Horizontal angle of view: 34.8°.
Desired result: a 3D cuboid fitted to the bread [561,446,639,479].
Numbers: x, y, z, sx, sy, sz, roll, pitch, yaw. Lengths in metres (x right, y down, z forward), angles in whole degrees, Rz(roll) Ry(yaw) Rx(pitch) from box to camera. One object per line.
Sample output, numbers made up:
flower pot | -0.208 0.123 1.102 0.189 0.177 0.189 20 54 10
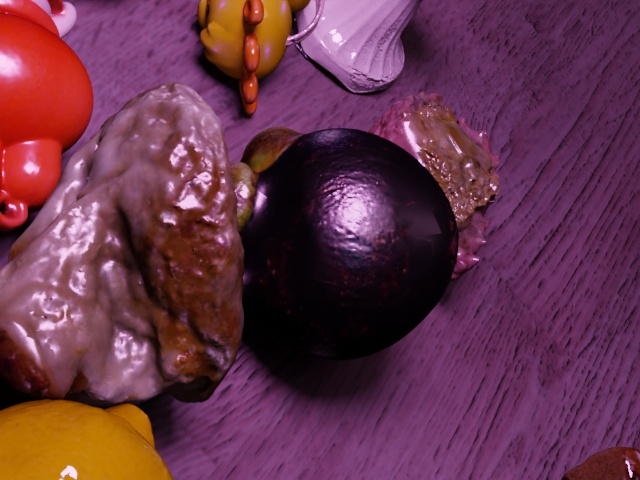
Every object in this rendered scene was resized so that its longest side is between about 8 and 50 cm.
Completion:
bread | 0.351 0.426 1.029 0.165 0.113 0.416 19 53 -30

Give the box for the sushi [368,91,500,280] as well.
sushi | 0.122 -0.071 1.174 0.161 0.107 0.241 36 45 -12

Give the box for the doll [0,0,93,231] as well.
doll | -0.269 -0.124 0.850 0.161 0.130 0.290 16 59 -39

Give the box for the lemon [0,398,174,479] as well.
lemon | -0.191 0.205 0.656 0.184 0.184 0.248 49 53 -3

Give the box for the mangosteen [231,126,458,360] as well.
mangosteen | 0.000 0.000 0.948 0.243 0.243 0.243 22 50 -29

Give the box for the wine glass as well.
wine glass | 0.083 -0.289 1.219 0.165 0.196 0.164 23 51 -31

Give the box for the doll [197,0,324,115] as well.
doll | -0.067 -0.241 1.114 0.135 0.143 0.220 7 47 -4

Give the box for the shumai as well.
shumai | -0.179 0.002 0.798 0.204 0.222 0.271 2 57 -24
